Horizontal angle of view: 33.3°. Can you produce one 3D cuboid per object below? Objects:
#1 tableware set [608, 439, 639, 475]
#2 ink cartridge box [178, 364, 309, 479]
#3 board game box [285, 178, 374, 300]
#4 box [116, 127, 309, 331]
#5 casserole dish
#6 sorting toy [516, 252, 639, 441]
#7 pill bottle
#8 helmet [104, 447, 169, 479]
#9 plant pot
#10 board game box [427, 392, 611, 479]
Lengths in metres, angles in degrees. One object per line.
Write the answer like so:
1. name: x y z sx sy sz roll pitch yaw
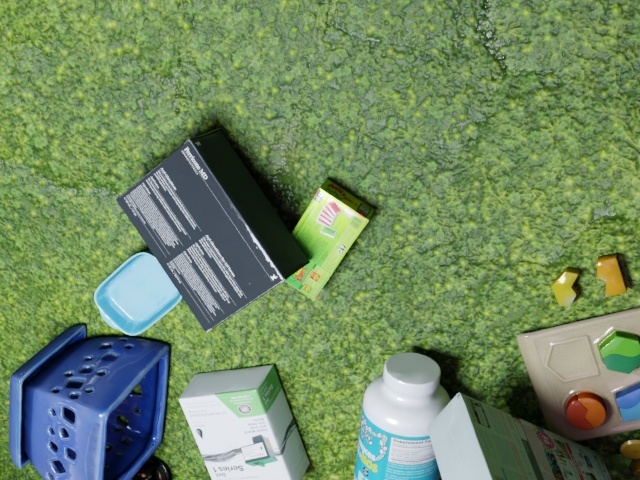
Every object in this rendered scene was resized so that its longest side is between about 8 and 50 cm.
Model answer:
1. tableware set: 0.532 0.328 1.702 0.104 0.024 0.154 18 133 -8
2. ink cartridge box: -0.132 0.341 1.898 0.160 0.092 0.219 -11 111 23
3. board game box: 0.000 0.000 1.713 0.092 0.043 0.181 34 120 0
4. box: -0.171 -0.016 1.699 0.184 0.103 0.261 -34 90 32
5. casserole dish: -0.312 0.087 1.861 0.114 0.037 0.188 47 121 -8
6. sorting toy: 0.427 0.178 1.666 0.229 0.041 0.307 -14 111 23
7. pill bottle: 0.137 0.319 1.770 0.146 0.146 0.264 12 118 12
8. helmet: -0.373 0.489 2.011 0.169 0.169 0.161 23 104 6
9. plant pot: -0.417 0.300 1.894 0.212 0.236 0.236 19 120 15
10. board game box: 0.327 0.383 1.629 0.303 0.224 0.097 25 117 -23
